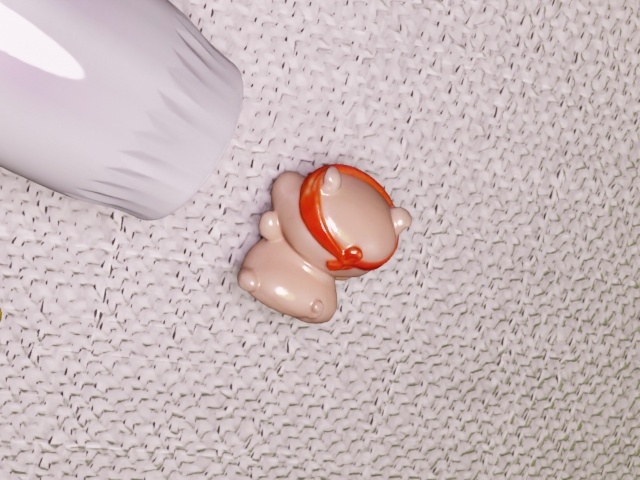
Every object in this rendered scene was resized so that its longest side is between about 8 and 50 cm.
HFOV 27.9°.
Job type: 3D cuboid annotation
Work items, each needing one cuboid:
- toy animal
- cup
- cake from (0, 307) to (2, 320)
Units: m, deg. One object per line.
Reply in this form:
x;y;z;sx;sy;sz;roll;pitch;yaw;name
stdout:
0.000;0.000;1.568;0.171;0.171;0.198;34;101;-30;toy animal
-0.281;-0.185;1.315;0.371;0.253;0.253;31;95;-31;cup
-0.438;0.009;1.361;0.156;0.179;0.260;-27;117;-11;cake
